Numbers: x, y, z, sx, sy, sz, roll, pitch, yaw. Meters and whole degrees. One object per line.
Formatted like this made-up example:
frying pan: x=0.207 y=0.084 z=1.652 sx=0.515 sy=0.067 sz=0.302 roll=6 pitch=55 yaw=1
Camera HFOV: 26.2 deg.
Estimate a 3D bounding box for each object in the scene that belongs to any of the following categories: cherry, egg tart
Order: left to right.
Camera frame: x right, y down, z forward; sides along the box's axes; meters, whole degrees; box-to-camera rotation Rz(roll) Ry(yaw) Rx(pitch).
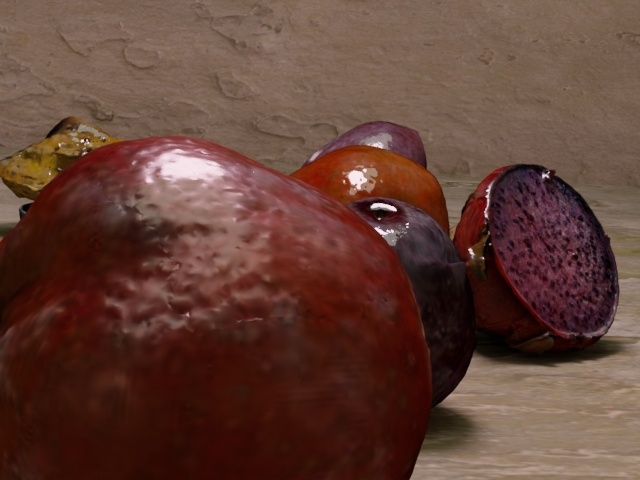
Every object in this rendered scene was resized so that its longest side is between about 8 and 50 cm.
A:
egg tart: x=-0.333 y=-0.113 z=2.054 sx=0.297 sy=0.132 sz=0.297 roll=10 pitch=7 yaw=-1
cherry: x=0.050 y=-0.053 z=1.939 sx=0.183 sy=0.266 sz=0.213 roll=39 pitch=-1 yaw=-17
cherry: x=0.039 y=0.058 z=1.166 sx=0.195 sy=0.195 sz=0.195 roll=4 pitch=8 yaw=-1

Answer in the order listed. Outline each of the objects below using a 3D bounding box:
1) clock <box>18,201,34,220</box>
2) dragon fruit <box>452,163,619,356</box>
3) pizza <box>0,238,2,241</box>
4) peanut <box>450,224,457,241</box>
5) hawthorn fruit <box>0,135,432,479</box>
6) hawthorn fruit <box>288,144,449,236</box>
clock: x=-0.293 y=-0.014 z=1.983 sx=0.281 sy=0.055 sz=0.280 roll=4 pitch=8 yaw=-1
dragon fruit: x=0.209 y=0.037 z=1.525 sx=0.148 sy=0.218 sz=0.223 roll=-28 pitch=24 yaw=42
pizza: x=-0.417 y=0.016 z=1.805 sx=0.123 sy=0.026 sz=0.109 roll=10 pitch=12 yaw=33
peanut: x=0.234 y=0.018 z=1.922 sx=0.104 sy=0.085 sz=0.228 roll=-1 pitch=8 yaw=-15
hawthorn fruit: x=-0.075 y=0.077 z=0.778 sx=0.284 sy=0.284 sz=0.284 roll=4 pitch=8 yaw=-1
hawthorn fruit: x=0.053 y=-0.020 z=1.551 sx=0.211 sy=0.210 sz=0.262 roll=7 pitch=32 yaw=17
